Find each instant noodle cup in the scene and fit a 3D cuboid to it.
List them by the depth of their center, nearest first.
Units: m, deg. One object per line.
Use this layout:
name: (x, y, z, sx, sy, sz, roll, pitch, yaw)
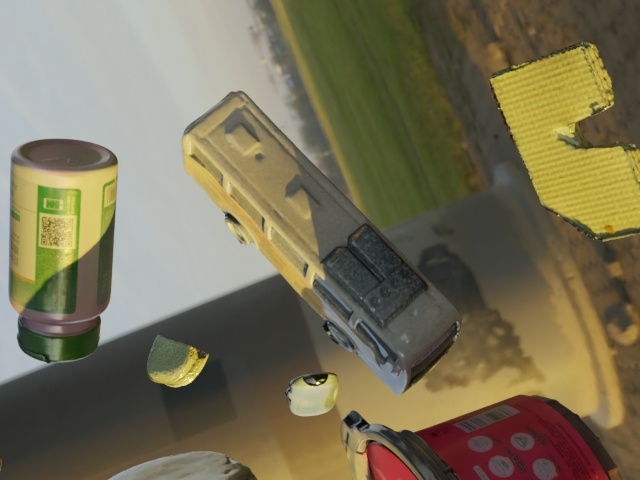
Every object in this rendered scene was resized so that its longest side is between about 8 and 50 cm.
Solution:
instant noodle cup: (0.168, 0.254, 0.946, 0.302, 0.182, 0.258, 61, 160, 21)

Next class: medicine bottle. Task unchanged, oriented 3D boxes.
medicine bottle: (-0.332, 0.016, 1.319, 0.133, 0.134, 0.274, -106, 22, -66)

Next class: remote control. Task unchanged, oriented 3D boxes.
remote control: (-0.014, 0.279, 1.855, 0.256, 0.098, 0.045, 90, 171, -68)

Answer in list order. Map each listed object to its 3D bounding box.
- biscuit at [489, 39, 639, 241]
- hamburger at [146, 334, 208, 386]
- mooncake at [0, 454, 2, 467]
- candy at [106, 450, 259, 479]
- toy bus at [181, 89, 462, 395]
biscuit: (0.316, -0.115, 1.264, 0.046, 0.147, 0.249, -34, -78, -43)
hamburger: (-0.270, 0.223, 1.864, 0.121, 0.084, 0.054, 15, 167, 38)
mooncake: (-0.425, 0.236, 1.002, 0.124, 0.228, 0.228, 6, -119, -79)
candy: (-0.186, 0.371, 1.244, 0.295, 0.296, 0.185, -80, -23, -86)
toy bus: (0.000, 0.000, 1.052, 0.342, 0.097, 0.138, 46, 163, 11)
